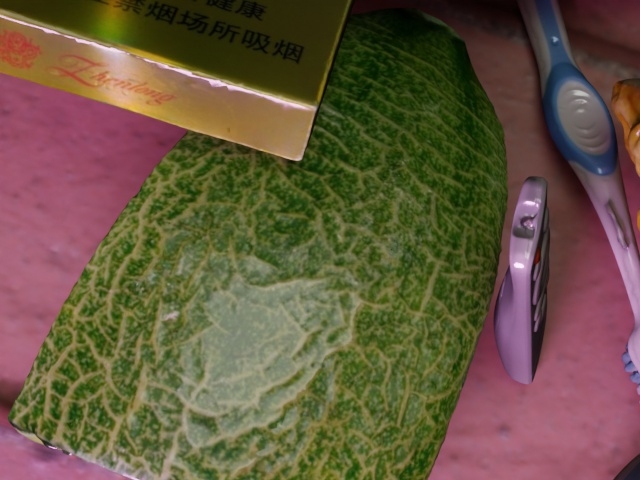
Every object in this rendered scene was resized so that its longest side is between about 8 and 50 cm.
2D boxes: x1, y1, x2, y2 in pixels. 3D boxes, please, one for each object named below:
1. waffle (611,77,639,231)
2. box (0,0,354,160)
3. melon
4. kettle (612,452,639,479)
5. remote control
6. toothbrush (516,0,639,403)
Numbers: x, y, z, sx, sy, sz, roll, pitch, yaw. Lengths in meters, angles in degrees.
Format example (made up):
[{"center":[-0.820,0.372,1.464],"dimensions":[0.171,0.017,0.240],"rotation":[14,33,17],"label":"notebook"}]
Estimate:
[{"center":[0.308,-0.007,0.853],"dimensions":[0.329,0.062,0.329],"rotation":[11,31,-7],"label":"waffle"},{"center":[-0.055,-0.178,0.885],"dimensions":[0.173,0.043,0.311],"rotation":[18,45,0],"label":"box"},{"center":[0.000,0.000,0.854],"dimensions":[0.196,0.124,0.323],"rotation":[28,71,-3],"label":"melon"},{"center":[0.251,0.211,0.689],"dimensions":[0.247,0.342,0.319],"rotation":[17,78,-4],"label":"kettle"},{"center":[0.100,0.023,0.829],"dimensions":[0.027,0.184,0.049],"rotation":[9,70,10],"label":"remote control"},{"center":[0.145,-0.076,0.943],"dimensions":[0.040,0.040,0.386],"rotation":[-11,73,-11],"label":"toothbrush"}]
